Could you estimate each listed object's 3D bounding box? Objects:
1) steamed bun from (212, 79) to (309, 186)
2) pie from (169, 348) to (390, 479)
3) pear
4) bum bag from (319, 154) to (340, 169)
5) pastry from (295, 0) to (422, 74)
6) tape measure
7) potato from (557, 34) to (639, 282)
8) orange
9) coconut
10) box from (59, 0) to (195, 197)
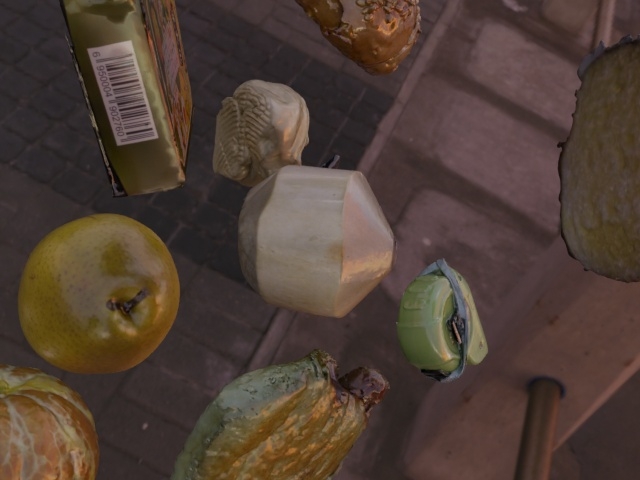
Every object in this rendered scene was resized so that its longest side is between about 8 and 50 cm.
[{"bbox_3d":[-0.136,-0.266,2.042,0.203,0.289,0.276,-5,35,-36],"label":"steamed bun"},{"bbox_3d":[-0.096,0.356,1.390,0.180,0.395,0.418,40,16,30],"label":"pie"},{"bbox_3d":[-0.495,0.119,1.770,0.362,0.363,0.418,-5,13,-29],"label":"pear"},{"bbox_3d":[-0.002,-0.107,1.882,0.074,0.310,0.137,32,73,4],"label":"bum bag"},{"bbox_3d":[0.061,-0.395,1.265,0.255,0.162,0.311,53,15,4],"label":"pastry"},{"bbox_3d":[0.203,0.139,1.319,0.106,0.200,0.175,-3,22,36],"label":"tape measure"},{"bbox_3d":[0.446,-0.099,0.919,0.237,0.301,0.289,-4,27,-21],"label":"potato"},{"bbox_3d":[-0.495,0.321,1.162,0.329,0.249,0.329,5,13,-1],"label":"orange"},{"bbox_3d":[0.000,0.000,1.548,0.323,0.323,0.323,13,45,-14],"label":"coconut"},{"bbox_3d":[-0.336,-0.336,1.443,0.138,0.373,0.420,-8,31,0],"label":"box"}]
